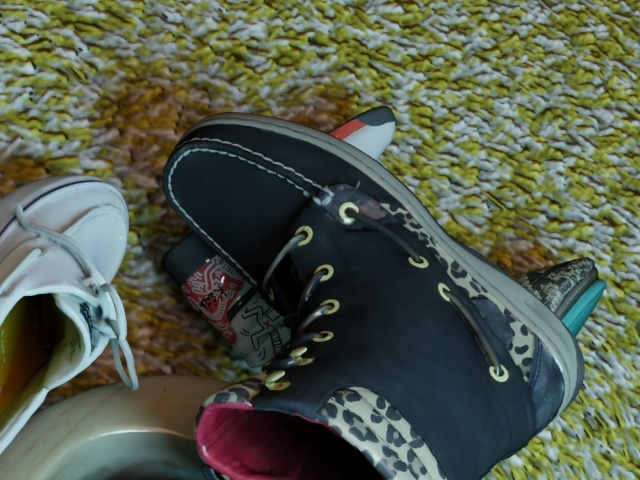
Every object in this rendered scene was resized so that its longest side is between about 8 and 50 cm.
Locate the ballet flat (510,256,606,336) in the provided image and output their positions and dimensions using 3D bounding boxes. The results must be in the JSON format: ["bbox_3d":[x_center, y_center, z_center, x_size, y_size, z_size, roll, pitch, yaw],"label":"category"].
[{"bbox_3d":[0.085,0.169,1.390,0.182,0.164,0.482,25,59,8],"label":"ballet flat"}]

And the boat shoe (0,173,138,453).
[{"bbox_3d":[-0.198,0.062,1.173,0.367,0.157,0.135,-49,136,-54],"label":"boat shoe"}]

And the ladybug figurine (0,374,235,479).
[{"bbox_3d":[-0.138,0.270,1.152,0.305,0.162,0.449,28,41,13],"label":"ladybug figurine"}]

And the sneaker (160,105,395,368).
[{"bbox_3d":[-0.001,0.001,1.445,0.270,0.090,0.145,-38,90,-31],"label":"sneaker"}]

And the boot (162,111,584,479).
[{"bbox_3d":[-0.007,0.068,1.214,0.377,0.138,0.284,37,36,7],"label":"boot"}]
